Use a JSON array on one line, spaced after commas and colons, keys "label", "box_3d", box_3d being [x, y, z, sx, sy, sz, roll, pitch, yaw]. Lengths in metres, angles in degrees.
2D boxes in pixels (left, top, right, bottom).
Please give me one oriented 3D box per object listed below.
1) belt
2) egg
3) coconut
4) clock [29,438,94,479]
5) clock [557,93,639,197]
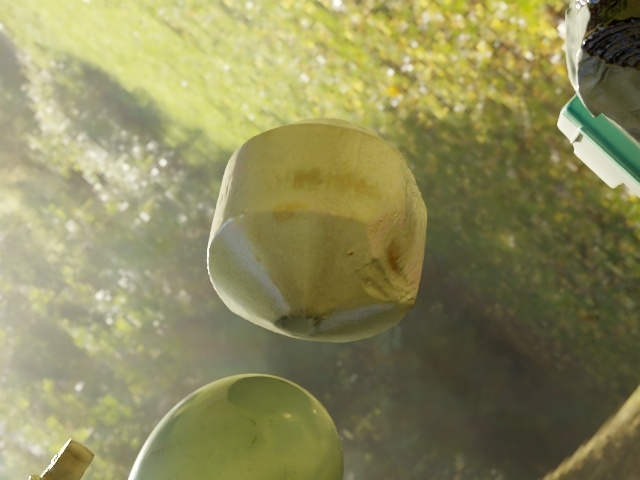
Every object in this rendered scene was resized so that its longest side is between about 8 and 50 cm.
[{"label": "belt", "box_3d": [0.354, -0.185, 1.242, 0.289, 0.164, 0.184, 26, 144, -30]}, {"label": "egg", "box_3d": [-0.082, 0.228, 1.216, 0.183, 0.183, 0.264, 40, -145, 8]}, {"label": "coconut", "box_3d": [0.001, 0.002, 1.319, 0.241, 0.241, 0.241, 40, 172, 7]}, {"label": "clock", "box_3d": [-0.218, 0.209, 0.996, 0.041, 0.129, 0.087, 36, 130, -6]}, {"label": "clock", "box_3d": [0.438, -0.127, 1.511, 0.262, 0.231, 0.116, 44, 169, 7]}]
